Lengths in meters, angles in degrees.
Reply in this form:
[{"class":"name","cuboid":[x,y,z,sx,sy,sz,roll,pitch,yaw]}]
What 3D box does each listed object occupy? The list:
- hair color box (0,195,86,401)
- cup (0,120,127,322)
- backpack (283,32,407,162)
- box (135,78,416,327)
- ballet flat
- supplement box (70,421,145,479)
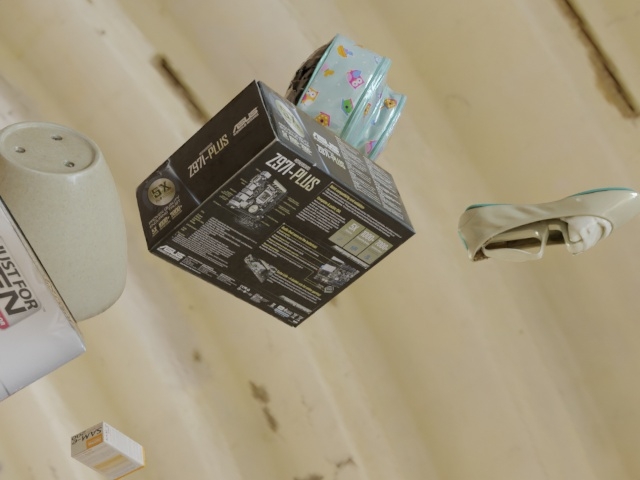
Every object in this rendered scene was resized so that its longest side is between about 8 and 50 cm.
[{"class":"hair color box","cuboid":[-0.418,0.109,1.047,0.374,0.185,0.113,-30,-172,-10]},{"class":"cup","cuboid":[-0.460,-0.053,1.934,0.331,0.331,0.237,-79,-173,-59]},{"class":"backpack","cuboid":[0.019,-0.152,1.422,0.166,0.144,0.188,-60,176,-17]},{"class":"box","cuboid":[-0.037,-0.025,0.984,0.147,0.180,0.077,-40,-136,22]},{"class":"ballet flat","cuboid":[0.309,-0.012,1.573,0.248,0.086,0.086,-7,-151,11]},{"class":"supplement box","cuboid":[-0.310,0.309,1.726,0.062,0.098,0.036,-27,-133,17]}]
